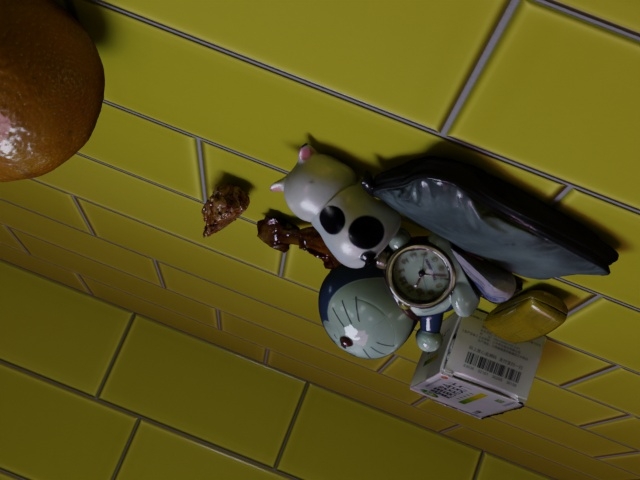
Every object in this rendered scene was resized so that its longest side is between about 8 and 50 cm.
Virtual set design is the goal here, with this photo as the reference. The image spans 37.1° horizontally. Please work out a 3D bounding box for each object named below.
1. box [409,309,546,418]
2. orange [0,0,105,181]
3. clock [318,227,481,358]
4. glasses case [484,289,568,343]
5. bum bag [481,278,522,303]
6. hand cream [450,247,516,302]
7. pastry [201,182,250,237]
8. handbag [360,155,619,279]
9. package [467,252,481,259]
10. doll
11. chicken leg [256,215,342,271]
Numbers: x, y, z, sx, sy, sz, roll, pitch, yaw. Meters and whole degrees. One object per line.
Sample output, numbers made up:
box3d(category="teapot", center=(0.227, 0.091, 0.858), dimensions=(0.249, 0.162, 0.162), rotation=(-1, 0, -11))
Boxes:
box3d(category="box", center=(0.304, 0.249, 1.895), dimensions=(0.173, 0.145, 0.333), rotation=(20, 165, 0))
box3d(category="orange", center=(-0.400, -0.201, 1.191), dimensions=(0.264, 0.264, 0.264), rotation=(20, 164, 6))
box3d(category="clock", center=(0.114, 0.086, 1.437), dimensions=(0.243, 0.146, 0.199), rotation=(-26, 103, 21))
box3d(category="glasses case", center=(0.345, 0.130, 1.604), dimensions=(0.079, 0.064, 0.234), rotation=(26, 164, -3))
box3d(category="bum bag", center=(0.244, 0.057, 1.569), dimensions=(0.159, 0.026, 0.109), rotation=(24, 162, -2))
box3d(category="hand cream", center=(0.238, 0.055, 1.359), dimensions=(0.084, 0.053, 0.142), rotation=(44, -169, 32))
box3d(category="pastry", center=(-0.169, -0.058, 1.640), dimensions=(0.063, 0.087, 0.169), rotation=(57, 160, 0))
box3d(category="handbag", center=(0.224, -0.024, 1.274), dimensions=(0.332, 0.074, 0.192), rotation=(25, 167, -20))
box3d(category="package", center=(0.221, 0.044, 1.507), dimensions=(0.059, 0.029, 0.083), rotation=(19, 121, 13))
box3d(category="doll", center=(0.027, -0.046, 1.342), dimensions=(0.180, 0.110, 0.107), rotation=(48, -153, 7))
box3d(category="chicken leg", center=(0.000, 0.000, 1.622), dimensions=(0.304, 0.093, 0.113), rotation=(18, 148, 43))
